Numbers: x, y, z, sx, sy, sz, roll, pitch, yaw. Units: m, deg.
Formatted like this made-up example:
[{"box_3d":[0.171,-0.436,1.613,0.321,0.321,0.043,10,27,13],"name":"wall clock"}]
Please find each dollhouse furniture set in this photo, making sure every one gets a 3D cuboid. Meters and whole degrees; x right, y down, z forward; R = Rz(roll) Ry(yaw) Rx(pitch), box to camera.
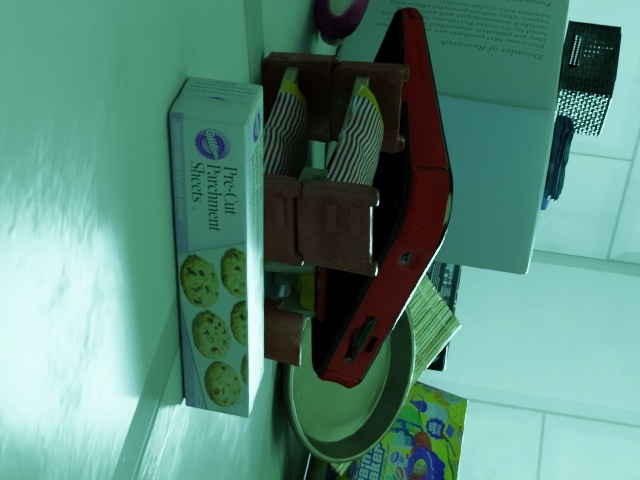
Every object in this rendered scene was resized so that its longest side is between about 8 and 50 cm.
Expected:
[{"box_3d":[0.000,0.000,1.340,0.374,0.152,0.201,89,12,-49],"name":"dollhouse furniture set"}]

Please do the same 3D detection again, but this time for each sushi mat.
[{"box_3d":[0.086,0.189,1.872,0.316,0.019,0.151,-49,117,-19],"name":"sushi mat"}]

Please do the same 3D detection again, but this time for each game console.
[{"box_3d":[0.065,-0.041,1.534,0.387,0.060,0.342,116,-19,-47],"name":"game console"}]

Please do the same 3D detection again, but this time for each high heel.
[{"box_3d":[0.046,-0.369,1.569,0.117,0.082,0.244,118,-6,-84],"name":"high heel"}]

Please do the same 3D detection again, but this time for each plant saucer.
[{"box_3d":[0.037,0.177,1.767,0.278,0.041,0.278,-12,106,-47],"name":"plant saucer"}]

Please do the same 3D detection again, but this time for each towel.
[{"box_3d":[0.356,-0.124,1.858,0.067,0.029,0.119,-69,165,-62],"name":"towel"}]

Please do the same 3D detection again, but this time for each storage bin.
[{"box_3d":[0.419,-0.254,1.968,0.180,0.084,0.122,75,24,-69],"name":"storage bin"}]

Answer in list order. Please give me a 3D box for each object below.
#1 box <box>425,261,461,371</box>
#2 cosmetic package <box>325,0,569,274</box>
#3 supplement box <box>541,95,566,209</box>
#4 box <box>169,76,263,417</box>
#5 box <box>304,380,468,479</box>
[{"box_3d":[0.120,0.095,2.083,0.270,0.216,0.060,-73,167,-52],"name":"box"},{"box_3d":[0.202,-0.211,1.958,0.394,0.327,0.329,-72,168,-45],"name":"cosmetic package"},{"box_3d":[0.271,-0.186,2.364,0.195,0.356,0.194,45,53,-80],"name":"supplement box"},{"box_3d":[-0.085,0.016,1.067,0.063,0.067,0.324,-72,169,-51],"name":"box"},{"box_3d":[0.087,0.409,2.006,0.279,0.177,0.290,122,-14,-51],"name":"box"}]
